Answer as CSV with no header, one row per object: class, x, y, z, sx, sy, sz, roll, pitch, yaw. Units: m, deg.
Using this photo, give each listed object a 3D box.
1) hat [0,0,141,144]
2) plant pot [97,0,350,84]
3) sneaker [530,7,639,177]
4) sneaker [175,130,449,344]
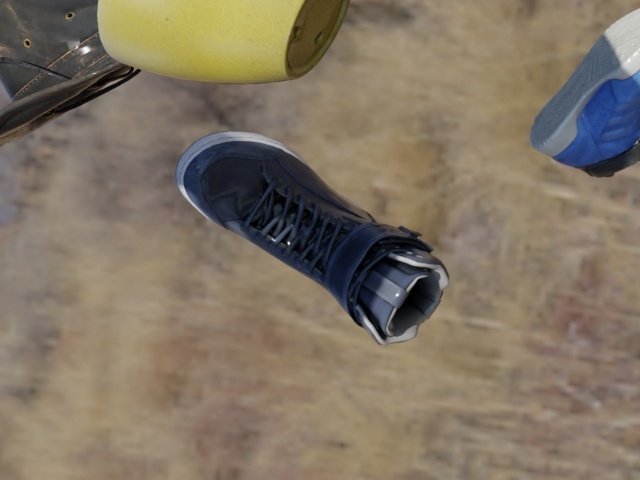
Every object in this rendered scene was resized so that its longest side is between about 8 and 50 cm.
hat,-0.212,-0.204,1.689,0.134,0.331,0.331,62,165,-3
plant pot,-0.040,-0.135,0.977,0.134,0.095,0.134,-52,-21,-28
sneaker,0.241,-0.110,1.434,0.152,0.084,0.058,-50,28,28
sneaker,0.002,-0.001,1.457,0.086,0.226,0.163,-57,32,9
